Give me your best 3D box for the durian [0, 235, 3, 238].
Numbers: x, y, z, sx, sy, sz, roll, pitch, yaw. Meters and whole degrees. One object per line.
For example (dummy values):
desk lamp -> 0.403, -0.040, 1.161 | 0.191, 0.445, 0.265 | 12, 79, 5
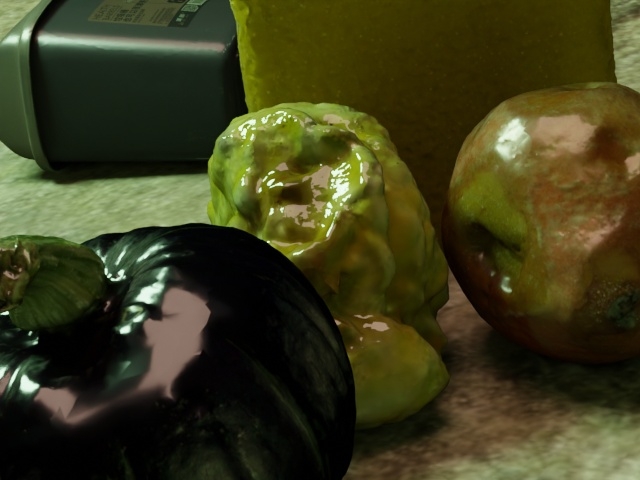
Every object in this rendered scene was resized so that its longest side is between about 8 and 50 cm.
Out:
durian -> -0.278, 0.066, 1.496 | 0.196, 0.185, 0.305 | 1, 23, -23

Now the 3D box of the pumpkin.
pumpkin -> -0.132, 0.090, 1.215 | 0.296, 0.296, 0.296 | -8, 24, 4

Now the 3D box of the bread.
bread -> 0.092, -0.150, 1.595 | 0.324, 0.333, 0.143 | -9, 27, -1

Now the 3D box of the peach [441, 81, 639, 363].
peach -> 0.201, -0.009, 1.395 | 0.214, 0.214, 0.235 | -13, 31, -7

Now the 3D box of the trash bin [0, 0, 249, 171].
trash bin -> -0.198, -0.174, 1.952 | 0.290, 0.182, 0.209 | 4, 26, 16

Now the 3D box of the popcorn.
popcorn -> 0.000, 0.000, 1.427 | 0.174, 0.225, 0.286 | -17, 23, -5
